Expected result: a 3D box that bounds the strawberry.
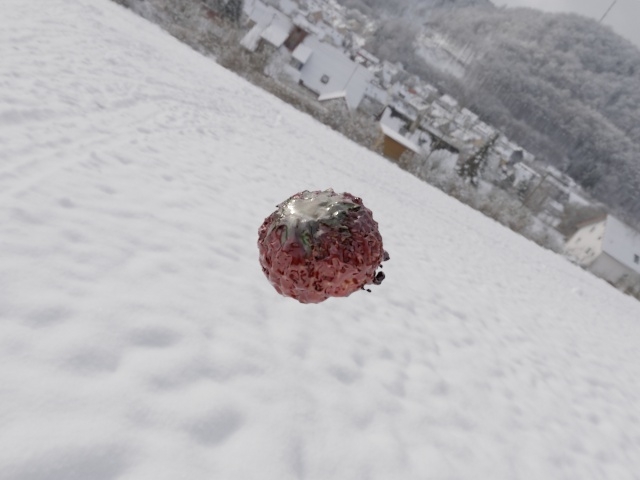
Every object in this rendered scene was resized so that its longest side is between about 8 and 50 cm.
[{"bbox_3d":[0.000,0.000,0.547,0.145,0.086,0.145,-6,34,4],"label":"strawberry"}]
